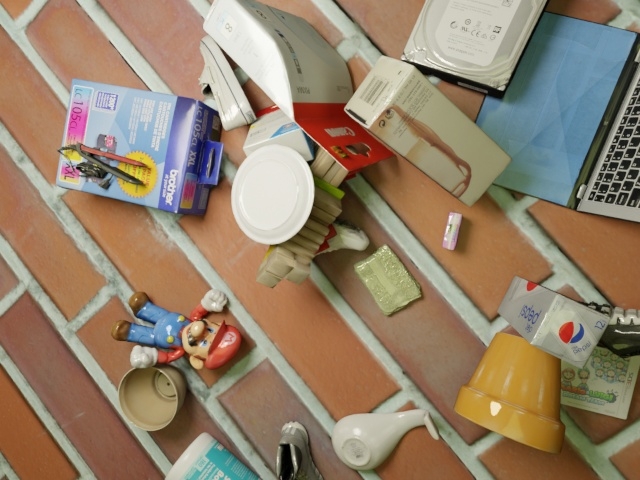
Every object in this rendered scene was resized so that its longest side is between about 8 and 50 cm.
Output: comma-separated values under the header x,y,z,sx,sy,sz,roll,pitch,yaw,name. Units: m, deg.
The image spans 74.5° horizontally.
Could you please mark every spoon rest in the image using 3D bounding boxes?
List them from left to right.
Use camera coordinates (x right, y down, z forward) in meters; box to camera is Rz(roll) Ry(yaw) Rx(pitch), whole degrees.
x,y,z,sx,sy,sz,roll,pitch,yaw,name
0.149,0.460,0.991,0.276,0.084,0.137,-29,85,25,spoon rest

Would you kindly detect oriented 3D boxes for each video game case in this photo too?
x,y,z,sx,sy,sz,roll,pitch,yaw,name
0.591,0.298,0.912,0.157,0.019,0.143,11,95,11,video game case

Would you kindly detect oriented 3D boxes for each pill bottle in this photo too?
x,y,z,sx,sy,sz,roll,pitch,yaw,name
-0.237,0.613,1.032,0.264,0.146,0.146,37,99,8,pill bottle

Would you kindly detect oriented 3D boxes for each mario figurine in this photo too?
x,y,z,sx,sy,sz,roll,pitch,yaw,name
-0.347,0.209,1.027,0.321,0.170,0.198,11,93,12,mario figurine

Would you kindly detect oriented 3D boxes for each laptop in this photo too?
x,y,z,sx,sy,sz,roll,pitch,yaw,name
0.539,-0.255,0.794,0.236,0.408,0.381,16,98,-23,laptop

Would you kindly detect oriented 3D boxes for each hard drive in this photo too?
x,y,z,sx,sy,sz,roll,pitch,yaw,name
0.347,-0.500,0.886,0.237,0.064,0.338,27,97,18,hard drive

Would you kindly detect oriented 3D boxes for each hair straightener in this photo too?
x,y,z,sx,sy,sz,roll,pitch,yaw,name
-0.502,-0.162,0.951,0.231,0.047,0.089,18,97,11,hair straightener

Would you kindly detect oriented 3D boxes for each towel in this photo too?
x,y,z,sx,sy,sz,roll,pitch,yaw,name
0.157,0.092,0.988,0.110,0.027,0.148,-35,86,10,towel

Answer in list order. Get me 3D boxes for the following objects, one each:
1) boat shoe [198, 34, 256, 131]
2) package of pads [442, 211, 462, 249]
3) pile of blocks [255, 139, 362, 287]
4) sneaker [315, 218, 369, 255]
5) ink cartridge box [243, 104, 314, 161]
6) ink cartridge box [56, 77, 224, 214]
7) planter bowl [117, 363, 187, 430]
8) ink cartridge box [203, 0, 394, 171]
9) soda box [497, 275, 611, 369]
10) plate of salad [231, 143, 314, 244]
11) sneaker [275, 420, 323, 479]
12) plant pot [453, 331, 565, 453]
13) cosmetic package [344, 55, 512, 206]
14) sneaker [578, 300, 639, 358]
x,y,z,sx,sy,sz,roll,pitch,yaw,name
-0.241,-0.368,0.989,0.088,0.096,0.267,-28,75,-1,boat shoe
0.295,-0.021,0.942,0.032,0.050,0.083,12,95,16,package of pads
-0.013,-0.057,0.908,0.113,0.149,0.362,28,91,-23,pile of blocks
0.000,0.000,0.994,0.232,0.090,0.115,16,102,19,sneaker
-0.087,-0.245,0.958,0.134,0.231,0.078,-16,124,12,ink cartridge box
-0.410,-0.218,1.031,0.396,0.151,0.269,12,95,9,ink cartridge box
-0.411,0.383,1.076,0.162,0.109,0.162,0,92,11,planter bowl
0.000,-0.318,0.854,0.385,0.308,0.091,46,119,7,ink cartridge box
0.425,0.140,0.802,0.091,0.286,0.098,26,97,11,soda box
-0.095,-0.091,0.844,0.200,0.048,0.199,0,89,28,plate of salad
-0.058,0.566,1.000,0.086,0.132,0.228,-20,88,12,sneaker
0.405,0.300,0.872,0.205,0.205,0.187,18,81,10,plant pot
0.210,-0.208,0.824,0.296,0.153,0.129,29,107,-27,cosmetic package
0.639,0.190,0.844,0.234,0.078,0.106,4,106,39,sneaker
